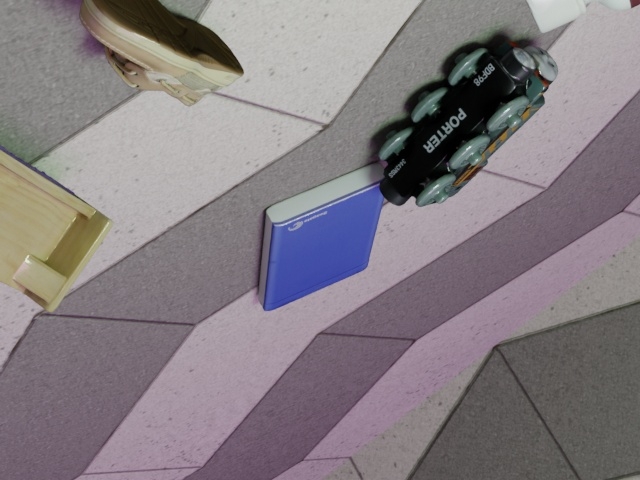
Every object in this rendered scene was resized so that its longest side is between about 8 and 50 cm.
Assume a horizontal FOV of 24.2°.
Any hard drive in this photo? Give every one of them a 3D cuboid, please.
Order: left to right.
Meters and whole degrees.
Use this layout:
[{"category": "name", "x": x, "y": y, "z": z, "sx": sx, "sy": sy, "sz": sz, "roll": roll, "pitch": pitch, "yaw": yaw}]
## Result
[{"category": "hard drive", "x": 0.000, "y": 0.000, "z": 2.520, "sx": 0.210, "sy": 0.040, "sz": 0.319, "roll": -23, "pitch": 156, "yaw": -16}]

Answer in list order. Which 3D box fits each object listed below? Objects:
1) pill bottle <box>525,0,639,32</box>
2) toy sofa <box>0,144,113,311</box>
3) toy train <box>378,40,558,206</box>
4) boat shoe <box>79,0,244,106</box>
[{"category": "pill bottle", "x": 0.420, "y": -0.426, "z": 1.875, "sx": 0.392, "sy": 0.224, "sz": 0.224, "roll": -23, "pitch": 159, "yaw": 11}, {"category": "toy sofa", "x": -0.422, "y": -0.051, "z": 1.804, "sx": 0.150, "sy": 0.177, "sz": 0.362, "roll": -56, "pitch": 156, "yaw": -2}, {"category": "toy train", "x": 0.229, "y": -0.180, "z": 2.324, "sx": 0.334, "sy": 0.142, "sz": 0.190, "roll": -47, "pitch": 164, "yaw": 31}, {"category": "boat shoe", "x": -0.199, "y": -0.218, "z": 1.748, "sx": 0.098, "sy": 0.109, "sz": 0.302, "roll": -38, "pitch": 162, "yaw": 15}]
